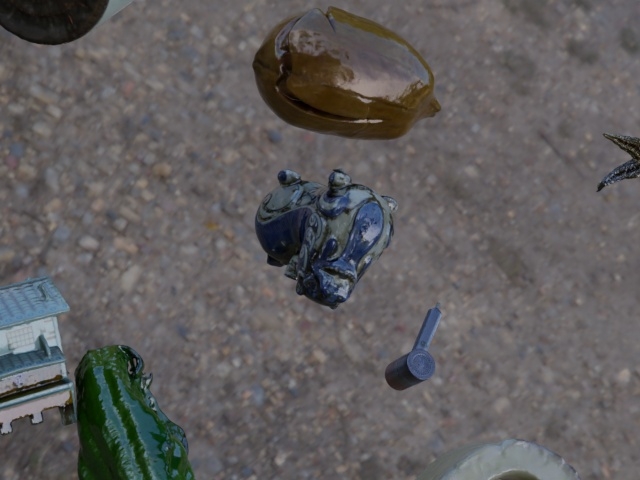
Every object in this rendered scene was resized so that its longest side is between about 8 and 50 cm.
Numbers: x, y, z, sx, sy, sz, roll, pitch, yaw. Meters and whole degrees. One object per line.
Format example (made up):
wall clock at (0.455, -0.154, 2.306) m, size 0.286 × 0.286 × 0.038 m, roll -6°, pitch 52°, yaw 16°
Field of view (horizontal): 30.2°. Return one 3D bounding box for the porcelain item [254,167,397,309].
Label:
porcelain item at (0.000, 0.000, 1.734) m, size 0.138 × 0.288 × 0.186 m, roll 24°, pitch 82°, yaw -28°

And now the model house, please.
model house at (-0.501, 0.182, 1.803) m, size 0.224 × 0.198 × 0.215 m, roll -14°, pitch 104°, yaw -30°

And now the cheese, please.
cheese at (0.285, 0.475, 1.820) m, size 0.332 × 0.153 × 0.292 m, roll 46°, pitch 72°, yaw 0°

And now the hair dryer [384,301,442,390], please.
hair dryer at (0.118, 0.119, 1.391) m, size 0.037 × 0.063 × 0.114 m, roll 32°, pitch 62°, yaw -11°

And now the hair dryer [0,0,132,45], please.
hair dryer at (-0.299, -0.330, 1.024) m, size 0.362 × 0.128 × 0.203 m, roll 39°, pitch 28°, yaw -7°

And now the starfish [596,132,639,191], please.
starfish at (0.396, -0.087, 1.436) m, size 0.041 × 0.133 × 0.130 m, roll -73°, pitch 141°, yaw -67°

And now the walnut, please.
walnut at (0.053, -0.259, 1.908) m, size 0.336 × 0.209 × 0.209 m, roll 15°, pitch 55°, yaw -27°

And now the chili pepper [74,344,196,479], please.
chili pepper at (-0.280, 0.350, 1.815) m, size 0.167 × 0.213 × 0.385 m, roll -21°, pitch 56°, yaw -8°
